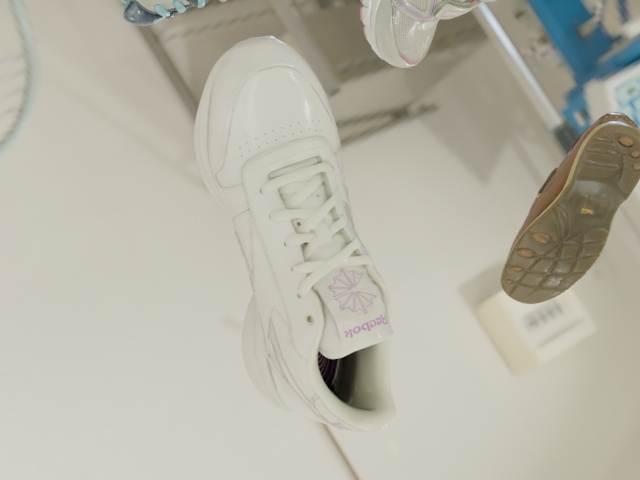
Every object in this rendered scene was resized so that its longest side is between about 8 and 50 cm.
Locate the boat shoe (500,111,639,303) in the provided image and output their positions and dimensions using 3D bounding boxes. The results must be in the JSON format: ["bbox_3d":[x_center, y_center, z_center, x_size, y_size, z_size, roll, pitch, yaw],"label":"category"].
[{"bbox_3d":[0.205,-0.026,1.194,0.178,0.064,0.060,-61,-172,26],"label":"boat shoe"}]

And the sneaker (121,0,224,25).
[{"bbox_3d":[-0.098,-0.218,1.090,0.283,0.110,0.122,10,111,-18],"label":"sneaker"}]

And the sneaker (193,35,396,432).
[{"bbox_3d":[0.000,0.000,1.073,0.114,0.305,0.152,-23,-156,-25],"label":"sneaker"}]

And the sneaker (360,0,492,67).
[{"bbox_3d":[0.118,-0.232,1.231,0.103,0.111,0.252,-42,164,-42],"label":"sneaker"}]
